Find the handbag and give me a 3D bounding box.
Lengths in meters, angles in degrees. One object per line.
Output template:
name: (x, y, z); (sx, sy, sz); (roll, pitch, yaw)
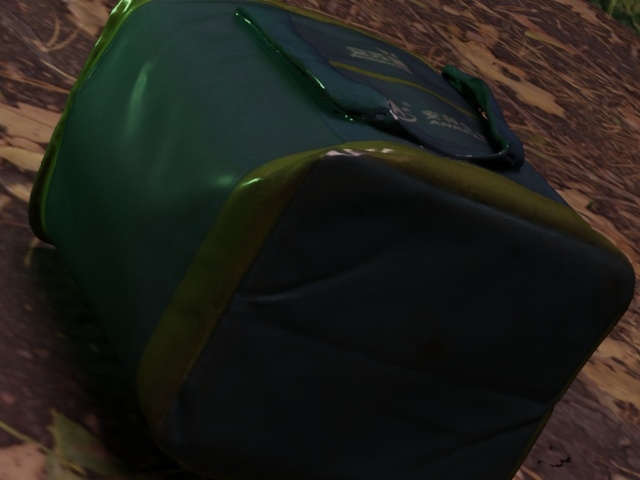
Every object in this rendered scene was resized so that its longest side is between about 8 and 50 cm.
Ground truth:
handbag: (0.000, 0.000, 0.996); (0.263, 0.222, 0.241); (13, 24, -33)
